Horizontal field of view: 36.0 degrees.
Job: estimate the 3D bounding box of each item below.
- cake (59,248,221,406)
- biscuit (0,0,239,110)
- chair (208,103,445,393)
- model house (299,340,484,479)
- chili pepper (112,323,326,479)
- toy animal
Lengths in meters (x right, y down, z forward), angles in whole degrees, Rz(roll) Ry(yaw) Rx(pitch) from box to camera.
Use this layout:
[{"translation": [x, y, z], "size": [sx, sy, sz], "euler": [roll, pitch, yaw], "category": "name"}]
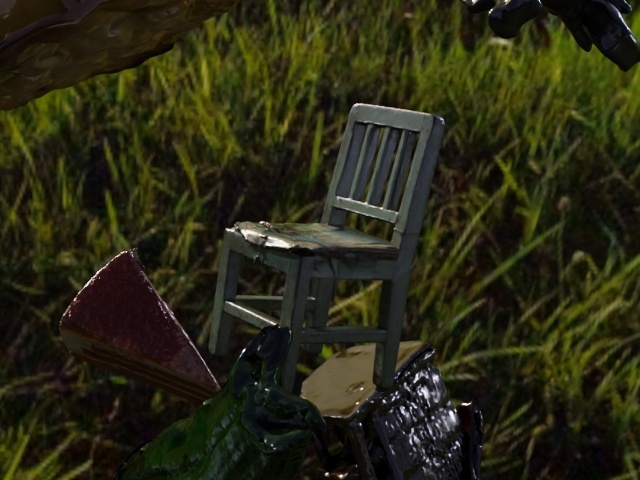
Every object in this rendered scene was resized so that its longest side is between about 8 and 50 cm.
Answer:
[{"translation": [-0.268, 0.169, 1.446], "size": [0.160, 0.158, 0.262], "euler": [-31, 71, -16], "category": "cake"}, {"translation": [-0.212, -0.199, 0.856], "size": [0.297, 0.101, 0.296], "euler": [-24, 6, 3], "category": "biscuit"}, {"translation": [0.000, 0.000, 0.932], "size": [0.147, 0.270, 0.136], "euler": [4, 10, -37], "category": "chair"}, {"translation": [0.095, 0.338, 1.545], "size": [0.297, 0.282, 0.317], "euler": [-31, 9, -34], "category": "model house"}, {"translation": [-0.059, 0.132, 0.600], "size": [0.061, 0.224, 0.098], "euler": [12, 54, -33], "category": "chili pepper"}, {"translation": [0.128, -0.211, 0.648], "size": [0.115, 0.245, 0.146], "euler": [-33, 20, 13], "category": "toy animal"}]
